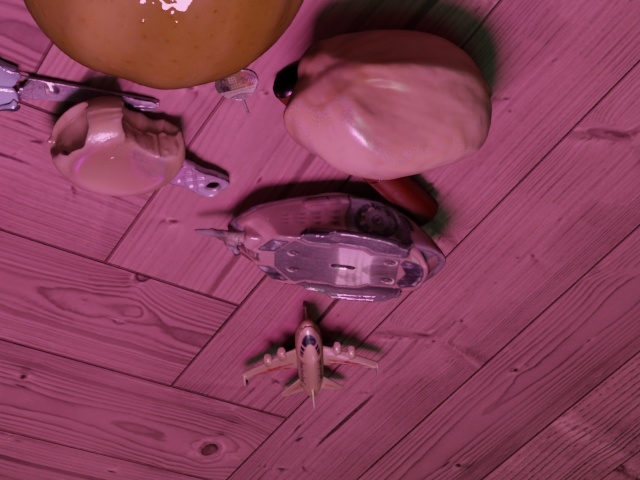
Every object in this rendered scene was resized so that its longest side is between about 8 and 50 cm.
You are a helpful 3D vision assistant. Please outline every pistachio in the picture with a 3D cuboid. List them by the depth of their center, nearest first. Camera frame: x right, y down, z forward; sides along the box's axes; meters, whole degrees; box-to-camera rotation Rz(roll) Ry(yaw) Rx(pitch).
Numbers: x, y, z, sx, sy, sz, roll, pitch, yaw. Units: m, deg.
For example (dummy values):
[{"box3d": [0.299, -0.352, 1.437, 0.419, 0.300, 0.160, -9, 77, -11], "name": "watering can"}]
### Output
[{"box3d": [0.105, -0.178, 1.621, 0.331, 0.208, 0.226, -3, 151, -32], "name": "pistachio"}]

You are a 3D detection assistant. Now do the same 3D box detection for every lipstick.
[{"box3d": [0.057, -0.133, 1.764, 0.057, 0.057, 0.356, -31, 133, 23], "name": "lipstick"}]

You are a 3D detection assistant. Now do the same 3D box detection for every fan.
[{"box3d": [-0.121, -0.211, 1.691, 0.060, 0.003, 0.080, 6, 135, -14], "name": "fan"}]

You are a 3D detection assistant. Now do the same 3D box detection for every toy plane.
[{"box3d": [-0.019, 0.205, 2.082, 0.241, 0.104, 0.256, -4, 137, -1], "name": "toy plane"}]

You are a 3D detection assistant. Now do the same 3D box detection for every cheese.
[{"box3d": [-0.245, -0.117, 1.717, 0.286, 0.082, 0.163, 17, 141, -41], "name": "cheese"}]

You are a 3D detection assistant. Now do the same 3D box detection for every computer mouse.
[{"box3d": [0.002, -0.005, 1.860, 0.389, 0.115, 0.199, 8, 146, 0], "name": "computer mouse"}]

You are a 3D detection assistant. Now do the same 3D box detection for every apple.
[{"box3d": [-0.182, -0.365, 1.455, 0.320, 0.311, 0.360, -35, 160, -43], "name": "apple"}]

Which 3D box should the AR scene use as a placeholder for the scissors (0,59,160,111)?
[{"box3d": [-0.397, -0.206, 1.633, 0.360, 0.029, 0.191, 7, 134, -16], "name": "scissors"}]
